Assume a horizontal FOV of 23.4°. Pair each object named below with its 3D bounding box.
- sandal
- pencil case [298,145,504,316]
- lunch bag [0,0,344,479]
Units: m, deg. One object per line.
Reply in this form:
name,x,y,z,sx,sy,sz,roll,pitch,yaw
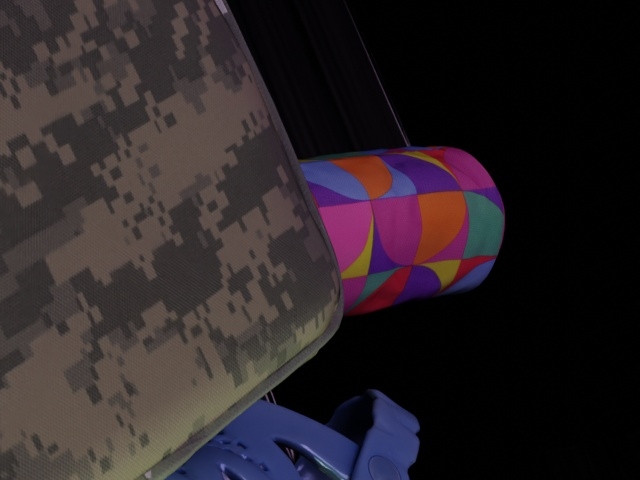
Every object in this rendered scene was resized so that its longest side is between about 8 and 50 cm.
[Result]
sandal,-0.039,0.136,0.737,0.317,0.126,0.138,13,49,-45
pencil case,0.000,0.000,0.883,0.236,0.104,0.104,-9,67,-43
lunch bag,-0.185,0.023,0.582,0.305,0.256,0.212,-37,103,-50
